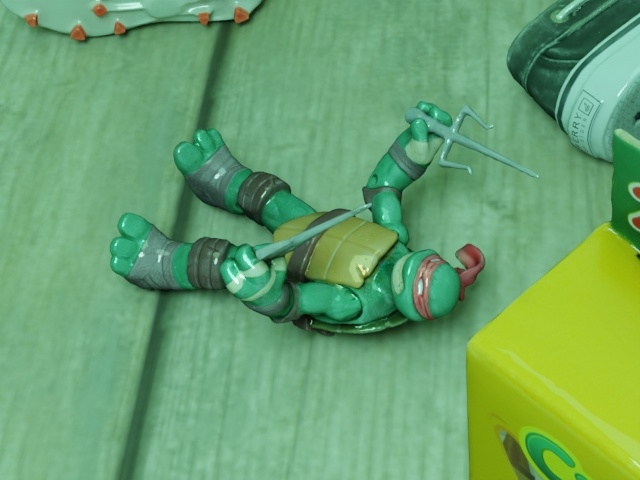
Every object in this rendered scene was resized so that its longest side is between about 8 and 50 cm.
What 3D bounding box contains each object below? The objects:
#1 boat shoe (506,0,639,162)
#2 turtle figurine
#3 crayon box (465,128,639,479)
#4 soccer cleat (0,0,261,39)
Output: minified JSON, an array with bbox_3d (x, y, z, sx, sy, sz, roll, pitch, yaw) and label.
[{"bbox_3d":[0.268,-0.186,0.889,0.335,0.121,0.119,-33,58,-17],"label":"boat shoe"},{"bbox_3d":[0.000,0.000,0.772,0.234,0.118,0.175,10,35,35],"label":"turtle figurine"},{"bbox_3d":[0.153,0.131,0.506,0.081,0.319,0.202,-37,55,-22],"label":"crayon box"},{"bbox_3d":[-0.137,-0.192,0.990,0.196,0.068,0.076,-1,44,-3],"label":"soccer cleat"}]
